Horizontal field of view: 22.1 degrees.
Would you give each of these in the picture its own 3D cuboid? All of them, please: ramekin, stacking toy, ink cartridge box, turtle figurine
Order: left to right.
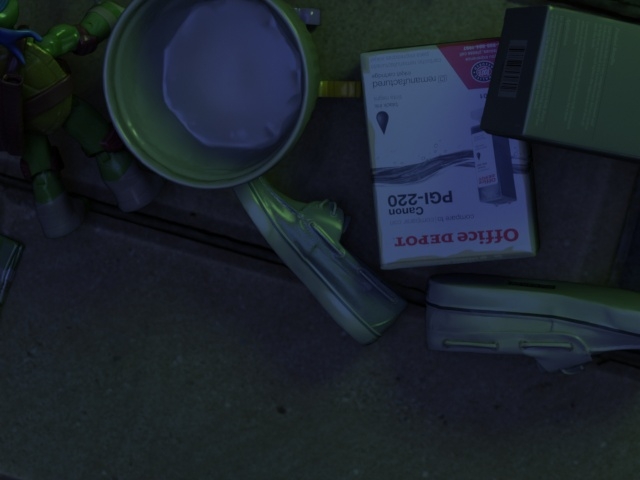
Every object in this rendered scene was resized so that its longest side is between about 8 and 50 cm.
[{"bbox_3d":[-0.273,-0.158,1.665,0.198,0.275,0.266,-33,116,-17],"label":"turtle figurine"},{"bbox_3d":[-0.097,-0.159,1.587,0.207,0.109,0.207,3,101,13],"label":"ramekin"},{"bbox_3d":[-0.065,-0.226,1.648,0.221,0.052,0.167,1,96,10],"label":"stacking toy"},{"bbox_3d":[0.128,-0.086,1.612,0.159,0.092,0.218,-5,97,10],"label":"ink cartridge box"}]

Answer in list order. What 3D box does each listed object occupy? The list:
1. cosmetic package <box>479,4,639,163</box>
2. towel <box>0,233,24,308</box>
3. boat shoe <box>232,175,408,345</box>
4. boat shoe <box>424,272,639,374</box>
[{"bbox_3d":[0.286,-0.137,1.528,0.238,0.107,0.127,12,92,-20],"label":"cosmetic package"},{"bbox_3d":[-0.392,0.052,1.747,0.113,0.023,0.152,22,99,6],"label":"towel"},{"bbox_3d":[0.000,0.001,1.655,0.081,0.079,0.227,-41,94,4],"label":"boat shoe"},{"bbox_3d":[0.232,0.091,1.613,0.268,0.096,0.088,6,101,10],"label":"boat shoe"}]
